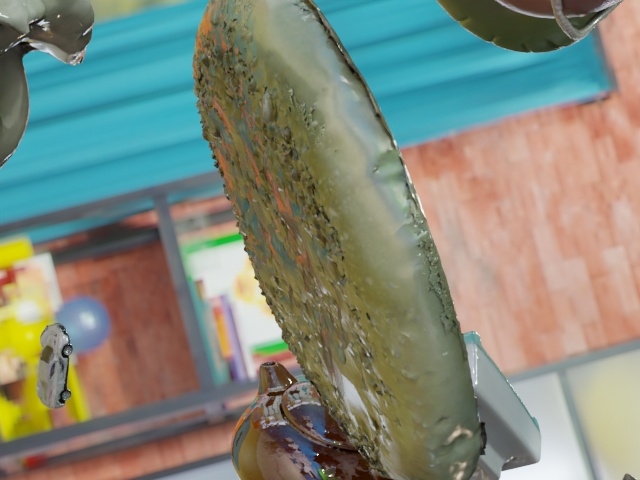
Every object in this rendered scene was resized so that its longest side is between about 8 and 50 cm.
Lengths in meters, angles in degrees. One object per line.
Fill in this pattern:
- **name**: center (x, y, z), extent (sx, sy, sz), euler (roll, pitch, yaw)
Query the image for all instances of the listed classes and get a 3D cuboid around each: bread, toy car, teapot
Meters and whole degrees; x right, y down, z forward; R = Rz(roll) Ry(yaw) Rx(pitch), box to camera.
- **bread**: center (0.000, 0.000, 0.766), extent (0.267, 0.040, 0.267), euler (61, -14, 26)
- **toy car**: center (-0.283, 0.132, 1.746), extent (0.041, 0.025, 0.093), euler (20, -67, 44)
- **teapot**: center (0.020, 0.200, 1.556), extent (0.252, 0.178, 0.135), euler (35, -56, 37)

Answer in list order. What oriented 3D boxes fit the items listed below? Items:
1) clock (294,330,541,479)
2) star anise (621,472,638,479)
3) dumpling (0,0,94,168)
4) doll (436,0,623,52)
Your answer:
- **clock**: center (0.100, 0.230, 1.909), extent (0.231, 0.262, 0.116), euler (53, 30, -46)
- **star anise**: center (0.299, 0.361, 1.440), extent (0.331, 0.117, 0.332), euler (-17, -113, 46)
- **dumpling**: center (-0.171, -0.081, 0.648), extent (0.250, 0.162, 0.132), euler (170, -96, -75)
- **doll**: center (0.160, -0.223, 1.162), extent (0.268, 0.284, 0.216), euler (40, 56, -32)
